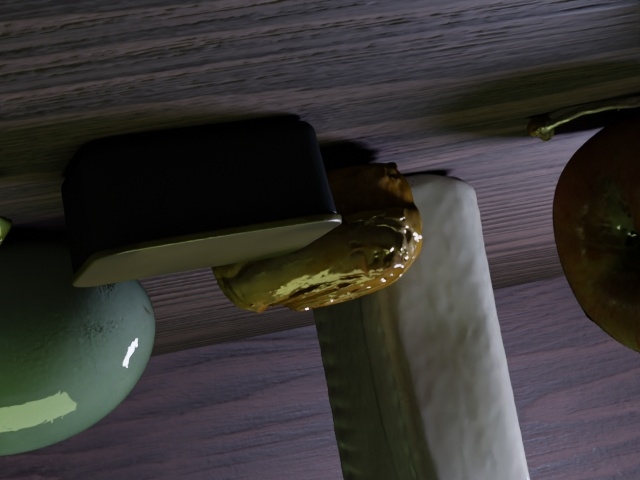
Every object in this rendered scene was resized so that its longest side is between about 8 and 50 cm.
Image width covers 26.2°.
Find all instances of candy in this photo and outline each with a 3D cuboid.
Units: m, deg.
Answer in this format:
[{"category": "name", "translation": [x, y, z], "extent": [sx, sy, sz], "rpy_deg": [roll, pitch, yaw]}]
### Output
[{"category": "candy", "translation": [0.101, 0.119, 1.506], "extent": [0.145, 0.358, 0.208], "rpy_deg": [-9, 175, -24]}]

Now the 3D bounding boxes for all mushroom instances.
[{"category": "mushroom", "translation": [0.330, -0.132, 1.273], "extent": [0.286, 0.026, 0.028], "rpy_deg": [-13, -172, -3]}]

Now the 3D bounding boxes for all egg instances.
[{"category": "egg", "translation": [-0.297, 0.101, 1.312], "extent": [0.283, 0.203, 0.203], "rpy_deg": [-17, 172, -4]}]

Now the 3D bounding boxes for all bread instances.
[{"category": "bread", "translation": [-0.003, 0.001, 1.286], "extent": [0.198, 0.120, 0.236], "rpy_deg": [-15, 179, 4]}]

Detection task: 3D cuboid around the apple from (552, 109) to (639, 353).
[{"category": "apple", "translation": [0.349, -0.008, 1.327], "extent": [0.194, 0.260, 0.261], "rpy_deg": [-20, 179, -40]}]

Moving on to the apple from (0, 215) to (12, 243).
[{"category": "apple", "translation": [-0.351, 0.012, 0.946], "extent": [0.193, 0.120, 0.265], "rpy_deg": [-2, 173, 12]}]

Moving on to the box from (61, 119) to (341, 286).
[{"category": "box", "translation": [-0.099, -0.030, 1.088], "extent": [0.201, 0.090, 0.144], "rpy_deg": [-9, 172, -20]}]
